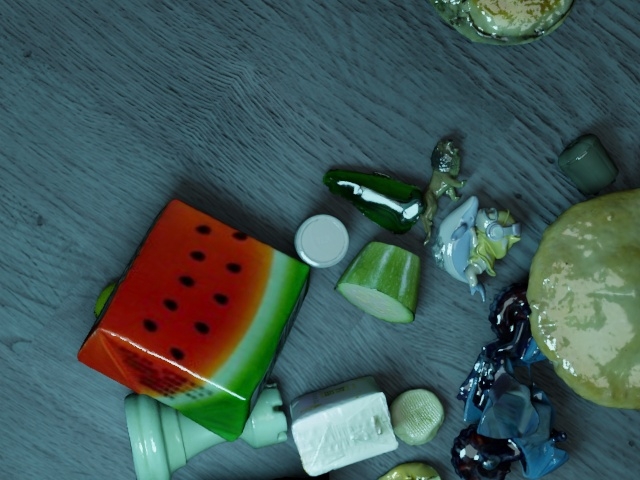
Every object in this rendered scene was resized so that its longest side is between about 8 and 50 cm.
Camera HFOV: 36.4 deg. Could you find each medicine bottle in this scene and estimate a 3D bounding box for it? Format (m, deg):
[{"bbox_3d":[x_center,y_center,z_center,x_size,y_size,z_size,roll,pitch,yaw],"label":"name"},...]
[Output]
[{"bbox_3d":[0.000,0.000,1.899,0.104,0.168,0.105,0,91,-3],"label":"medicine bottle"}]

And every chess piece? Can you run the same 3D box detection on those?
[{"bbox_3d":[-0.221,0.364,1.899,0.298,0.194,0.195,-10,91,-11],"label":"chess piece"}]

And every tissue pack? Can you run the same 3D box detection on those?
[{"bbox_3d":[0.039,0.351,1.875,0.184,0.225,0.124,-16,91,-2],"label":"tissue pack"}]

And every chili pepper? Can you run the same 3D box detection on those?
[{"bbox_3d":[0.105,-0.085,1.955,0.216,0.062,0.108,21,98,4],"label":"chili pepper"}]

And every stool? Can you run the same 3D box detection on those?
[{"bbox_3d":[0.539,-0.151,1.955,0.096,0.096,0.110,-42,98,-1],"label":"stool"}]

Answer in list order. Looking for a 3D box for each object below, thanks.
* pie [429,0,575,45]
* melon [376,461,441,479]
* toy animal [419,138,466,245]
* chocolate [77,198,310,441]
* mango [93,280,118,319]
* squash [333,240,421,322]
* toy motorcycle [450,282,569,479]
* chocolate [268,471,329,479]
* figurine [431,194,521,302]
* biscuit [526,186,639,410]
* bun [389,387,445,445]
[{"bbox_3d":[0.361,-0.550,1.955,0.338,0.077,0.339,0,88,1],"label":"pie"},{"bbox_3d":[0.172,0.520,1.962,0.160,0.079,0.128,-26,110,-2],"label":"melon"},{"bbox_3d":[0.246,-0.092,1.962,0.086,0.069,0.220,16,86,16],"label":"toy animal"},{"bbox_3d":[-0.222,0.135,1.827,0.341,0.161,0.360,27,60,-3],"label":"chocolate"},{"bbox_3d":[-0.356,0.143,1.923,0.178,0.100,0.119,11,89,-7],"label":"mango"},{"bbox_3d":[0.121,0.079,1.916,0.170,0.170,0.123,20,76,-2],"label":"squash"},{"bbox_3d":[0.404,0.298,1.924,0.232,0.172,0.416,14,90,-8],"label":"toy motorcycle"},{"bbox_3d":[-0.157,0.603,1.811,0.331,0.383,0.384,8,90,0],"label":"chocolate"},{"bbox_3d":[0.311,0.014,1.937,0.183,0.128,0.209,-9,99,-5],"label":"figurine"},{"bbox_3d":[0.608,0.102,1.830,0.445,0.104,0.430,-2,85,-5],"label":"biscuit"},{"bbox_3d":[0.193,0.355,1.960,0.115,0.069,0.115,2,70,-5],"label":"bun"}]
